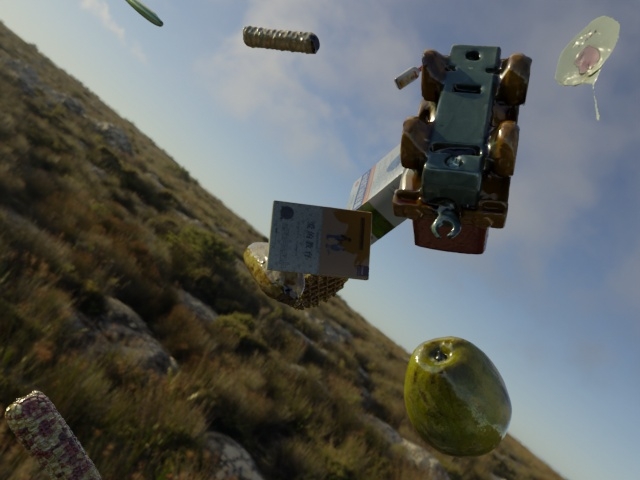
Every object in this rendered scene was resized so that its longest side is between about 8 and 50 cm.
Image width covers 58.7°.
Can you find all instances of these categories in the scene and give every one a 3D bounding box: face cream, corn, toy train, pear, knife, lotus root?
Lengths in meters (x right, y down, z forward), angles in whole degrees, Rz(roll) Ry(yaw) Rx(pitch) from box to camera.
[{"bbox_3d":[0.227,-0.417,1.440,0.040,0.083,0.021,50,8,-51],"label":"face cream"},{"bbox_3d":[-0.582,0.465,1.257,0.290,0.098,0.098,57,-5,-3],"label":"corn"},{"bbox_3d":[0.216,-0.133,0.875,0.163,0.369,0.232,9,-32,14],"label":"toy train"},{"bbox_3d":[0.329,0.377,1.372,0.253,0.252,0.307,33,-30,57],"label":"pear"},{"bbox_3d":[-0.379,-0.477,1.095,0.293,0.020,0.043,43,21,25],"label":"knife"},{"bbox_3d":[-0.115,0.063,1.346,0.110,0.097,0.258,3,20,-30],"label":"lotus root"}]

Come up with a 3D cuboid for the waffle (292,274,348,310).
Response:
[{"bbox_3d":[-0.008,0.157,1.968,0.228,0.231,0.051,19,32,-51],"label":"waffle"}]

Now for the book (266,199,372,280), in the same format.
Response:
[{"bbox_3d":[0.000,0.000,0.946,0.172,0.118,0.012,6,-11,-11],"label":"book"}]

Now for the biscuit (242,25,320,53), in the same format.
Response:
[{"bbox_3d":[-0.104,-0.532,1.509,0.219,0.055,0.061,12,-48,22],"label":"biscuit"}]

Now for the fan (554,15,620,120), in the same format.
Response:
[{"bbox_3d":[0.603,-0.379,1.279,0.010,0.310,0.182,23,-37,-18],"label":"fan"}]

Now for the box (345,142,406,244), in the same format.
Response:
[{"bbox_3d":[0.201,-0.146,1.399,0.106,0.299,0.200,41,34,-15],"label":"box"}]
